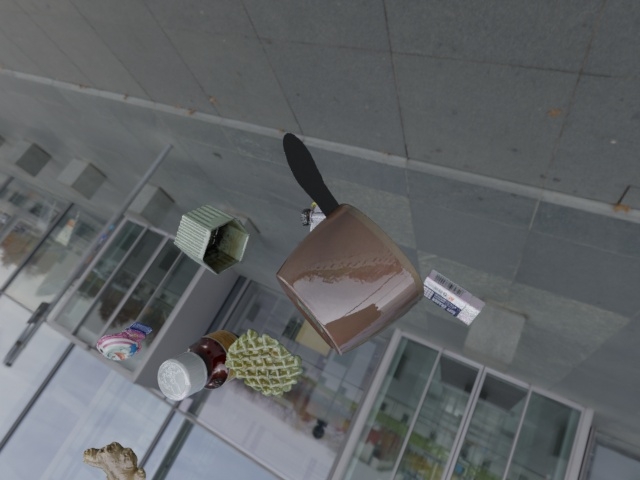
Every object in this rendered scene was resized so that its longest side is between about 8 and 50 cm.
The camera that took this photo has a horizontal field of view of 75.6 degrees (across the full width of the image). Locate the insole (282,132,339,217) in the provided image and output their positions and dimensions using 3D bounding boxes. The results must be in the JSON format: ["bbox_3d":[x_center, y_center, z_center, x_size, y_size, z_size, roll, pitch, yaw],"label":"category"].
[{"bbox_3d":[-0.014,-0.149,1.098,0.007,0.109,0.322,-5,137,34],"label":"insole"}]

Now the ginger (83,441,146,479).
[{"bbox_3d":[-0.671,0.735,1.357,0.213,0.137,0.074,41,174,9],"label":"ginger"}]

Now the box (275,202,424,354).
[{"bbox_3d":[0.051,0.098,0.908,0.301,0.216,0.301,49,170,12],"label":"box"}]

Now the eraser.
[{"bbox_3d":[0.623,0.270,1.971,0.287,0.086,0.130,34,141,17],"label":"eraser"}]

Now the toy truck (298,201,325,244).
[{"bbox_3d":[0.000,0.000,1.399,0.136,0.286,0.111,1,162,23],"label":"toy truck"}]

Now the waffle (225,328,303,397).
[{"bbox_3d":[-0.219,0.478,1.581,0.291,0.056,0.309,34,123,-1],"label":"waffle"}]

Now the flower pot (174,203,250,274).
[{"bbox_3d":[-0.424,-0.005,1.620,0.189,0.239,0.210,25,130,31],"label":"flower pot"}]

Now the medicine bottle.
[{"bbox_3d":[-0.513,0.545,1.792,0.242,0.243,0.395,20,-167,23],"label":"medicine bottle"}]

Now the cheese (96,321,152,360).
[{"bbox_3d":[-0.716,0.372,1.509,0.244,0.062,0.155,-36,131,20],"label":"cheese"}]
